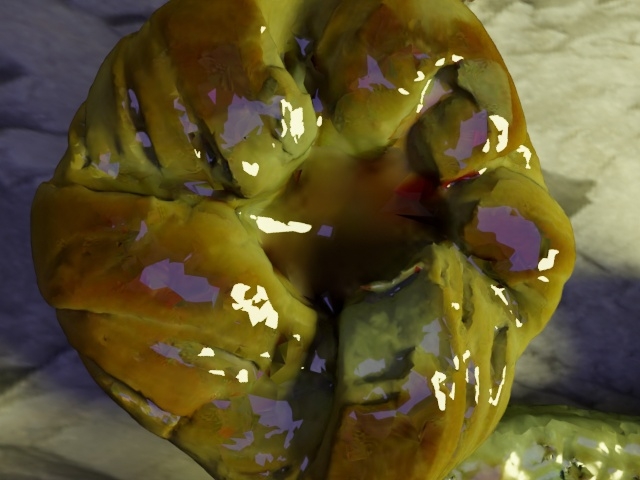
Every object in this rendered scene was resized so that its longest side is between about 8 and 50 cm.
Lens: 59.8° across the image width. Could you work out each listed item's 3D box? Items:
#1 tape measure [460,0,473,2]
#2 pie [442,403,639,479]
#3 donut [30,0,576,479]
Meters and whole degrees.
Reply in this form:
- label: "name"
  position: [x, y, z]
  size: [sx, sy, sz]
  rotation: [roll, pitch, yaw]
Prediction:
- label: "tape measure"
  position: [0.094, -0.320, 0.409]
  size: [0.275, 0.147, 0.256]
  rotation: [2, 89, -10]
- label: "pie"
  position: [0.231, 0.325, 0.449]
  size: [0.396, 0.180, 0.417]
  rotation: [-6, 86, -11]
- label: "donut"
  position: [0.000, 0.000, 0.386]
  size: [0.361, 0.170, 0.360]
  rotation: [0, 91, -11]
